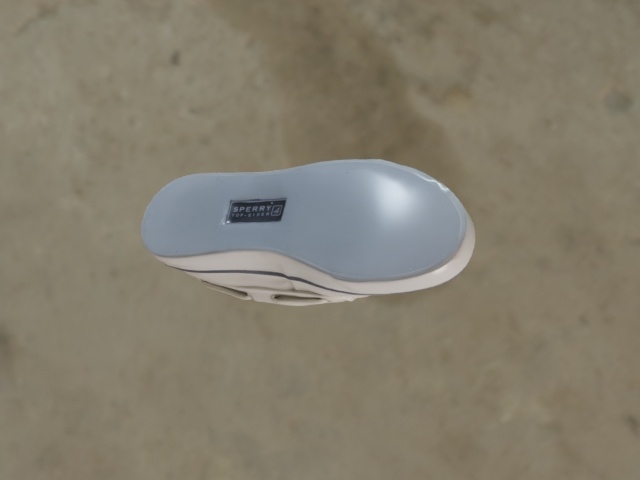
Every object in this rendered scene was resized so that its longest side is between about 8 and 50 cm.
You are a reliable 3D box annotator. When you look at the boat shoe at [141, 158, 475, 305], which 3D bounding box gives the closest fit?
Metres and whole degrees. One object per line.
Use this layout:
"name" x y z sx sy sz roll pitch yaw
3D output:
"boat shoe" 0.000 0.000 1.158 0.258 0.084 0.095 8 67 36
